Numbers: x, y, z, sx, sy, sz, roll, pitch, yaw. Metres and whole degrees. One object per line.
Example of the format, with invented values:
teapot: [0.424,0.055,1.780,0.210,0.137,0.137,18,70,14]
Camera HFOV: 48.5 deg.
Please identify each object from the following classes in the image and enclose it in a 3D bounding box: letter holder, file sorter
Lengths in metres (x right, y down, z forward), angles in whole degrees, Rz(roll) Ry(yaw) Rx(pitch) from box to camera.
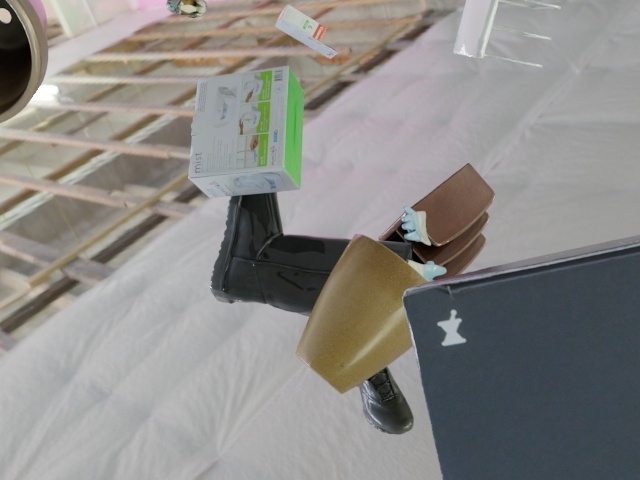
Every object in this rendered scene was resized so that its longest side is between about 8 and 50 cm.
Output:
letter holder: [0.342,-0.029,1.873,0.302,0.214,0.152,-36,172,-38]
file sorter: [0.439,-0.541,1.608,0.173,0.277,0.193,11,-163,-7]

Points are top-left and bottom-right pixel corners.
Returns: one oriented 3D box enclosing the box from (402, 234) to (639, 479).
box: [0.280,0.101,0.608,0.294,0.211,0.395,-14,174,23]

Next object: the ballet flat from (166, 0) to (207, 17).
ballet flat: [-0.254,-0.459,1.406,0.041,0.041,0.114,2,-167,33]

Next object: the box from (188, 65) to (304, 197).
box: [-0.167,-0.246,1.628,0.231,0.127,0.261,-5,-111,16]

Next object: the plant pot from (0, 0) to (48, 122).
plant pot: [-0.558,-0.348,1.174,0.263,0.263,0.229,-15,-152,8]

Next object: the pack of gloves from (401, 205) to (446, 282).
pack of gloves: [0.232,0.022,1.543,0.046,0.195,0.232,-9,176,21]

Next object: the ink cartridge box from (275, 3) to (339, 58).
ink cartridge box: [-0.019,-0.358,1.223,0.029,0.115,0.063,-63,-166,-2]

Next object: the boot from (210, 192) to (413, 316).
boot: [0.000,0.002,1.655,0.445,0.146,0.366,6,-103,21]

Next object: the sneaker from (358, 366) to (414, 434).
sneaker: [0.135,0.351,1.755,0.109,0.130,0.286,-22,-132,-18]

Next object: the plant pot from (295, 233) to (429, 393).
plant pot: [0.075,0.157,1.360,0.254,0.237,0.237,-48,-144,-8]
